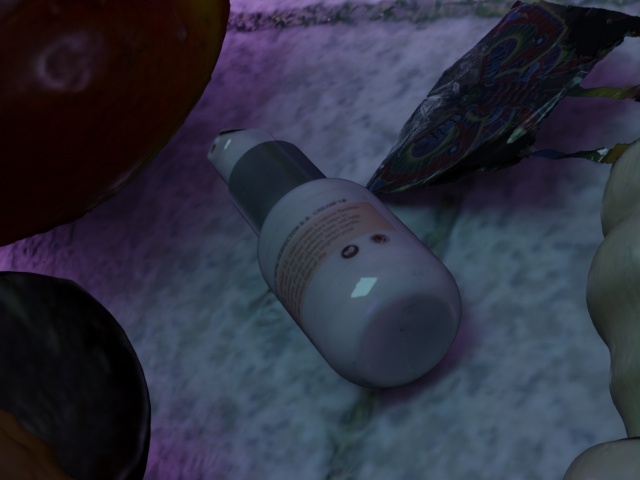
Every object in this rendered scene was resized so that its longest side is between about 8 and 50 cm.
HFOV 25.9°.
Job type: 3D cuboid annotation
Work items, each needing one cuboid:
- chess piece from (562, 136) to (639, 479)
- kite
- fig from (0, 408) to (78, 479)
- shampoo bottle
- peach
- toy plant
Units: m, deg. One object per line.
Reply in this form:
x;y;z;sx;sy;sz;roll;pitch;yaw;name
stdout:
0.144;0.089;0.511;0.133;0.133;0.243;2;60;36;chess piece
0.126;-0.075;0.679;0.152;0.015;0.285;-52;26;-15;kite
-0.225;0.188;0.509;0.368;0.286;0.286;-40;26;54;fig
0.000;0.000;0.718;0.074;0.074;0.192;-39;39;-2;shampoo bottle
-0.260;-0.148;0.852;0.416;0.339;0.353;-12;9;27;peach
-0.188;0.129;0.675;0.235;0.175;0.218;-42;24;38;toy plant
